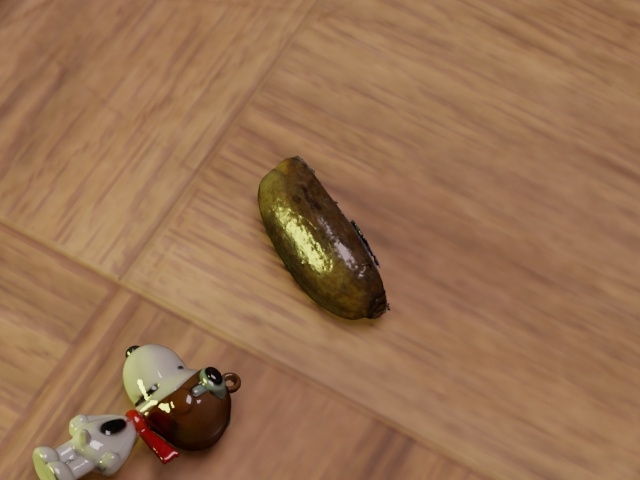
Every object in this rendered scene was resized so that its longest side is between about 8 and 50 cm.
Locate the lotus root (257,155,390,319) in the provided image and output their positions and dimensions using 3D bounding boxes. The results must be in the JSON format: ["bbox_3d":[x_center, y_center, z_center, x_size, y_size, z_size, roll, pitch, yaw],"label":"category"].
[{"bbox_3d":[-0.002,0.001,0.768,0.030,0.037,0.083,-30,67,-18],"label":"lotus root"}]

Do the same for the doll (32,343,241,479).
[{"bbox_3d":[-0.075,0.077,0.713,0.058,0.040,0.085,25,54,23],"label":"doll"}]
